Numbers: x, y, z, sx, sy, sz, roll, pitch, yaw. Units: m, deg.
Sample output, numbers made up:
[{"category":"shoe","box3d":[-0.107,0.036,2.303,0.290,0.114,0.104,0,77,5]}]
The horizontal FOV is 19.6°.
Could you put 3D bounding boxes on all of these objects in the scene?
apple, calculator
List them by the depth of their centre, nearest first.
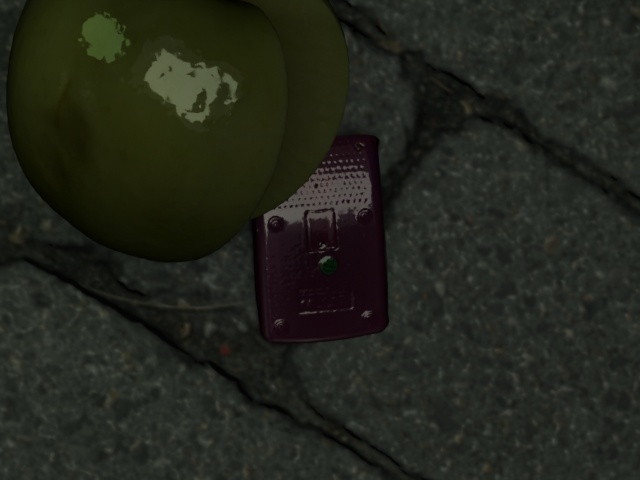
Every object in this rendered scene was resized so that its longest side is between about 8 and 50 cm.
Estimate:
[{"category":"apple","box3d":[-0.120,-0.123,1.553,0.292,0.292,0.254,19,122,-10]},{"category":"calculator","box3d":[0.000,0.000,1.707,0.126,0.034,0.191,-6,97,-9]}]
